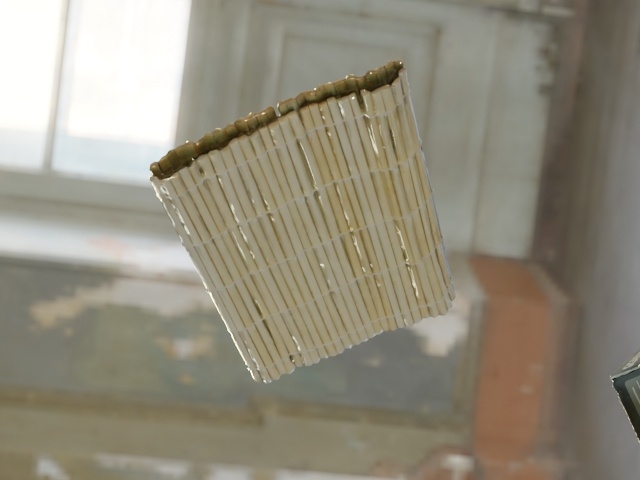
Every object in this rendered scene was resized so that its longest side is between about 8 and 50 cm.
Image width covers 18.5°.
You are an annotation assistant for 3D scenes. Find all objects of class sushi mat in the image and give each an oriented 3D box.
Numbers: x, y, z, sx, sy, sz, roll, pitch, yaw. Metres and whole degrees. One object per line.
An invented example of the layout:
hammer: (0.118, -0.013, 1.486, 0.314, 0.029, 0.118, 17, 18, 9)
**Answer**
sushi mat: (0.000, 0.000, 1.187, 0.316, 0.151, 0.019, 70, 178, -63)

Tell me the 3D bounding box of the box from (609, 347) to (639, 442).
box: (0.298, 0.171, 1.435, 0.220, 0.051, 0.175, 65, -156, 0)
